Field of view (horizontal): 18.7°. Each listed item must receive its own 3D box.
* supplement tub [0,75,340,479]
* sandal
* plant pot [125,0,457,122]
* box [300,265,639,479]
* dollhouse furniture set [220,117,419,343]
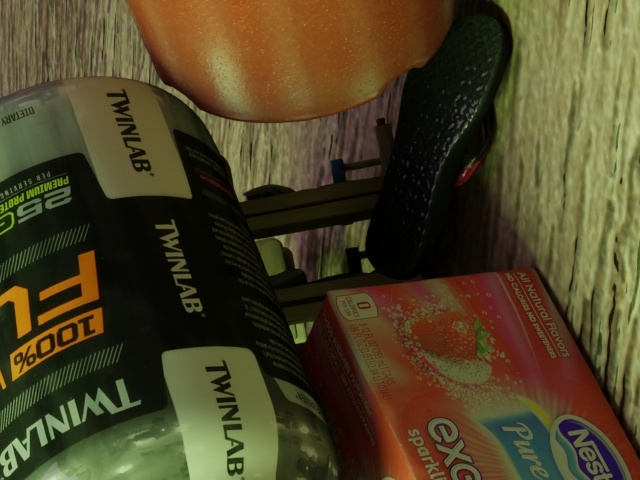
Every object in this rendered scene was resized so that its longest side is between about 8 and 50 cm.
[{"bbox_3d":[-0.115,0.085,1.153,0.207,0.207,0.338,113,143,-45],"label":"supplement tub"},{"bbox_3d":[0.078,-0.060,1.235,0.067,0.040,0.179,34,111,43],"label":"sandal"},{"bbox_3d":[-0.034,-0.229,1.150,0.272,0.272,0.265,54,165,44],"label":"plant pot"},{"bbox_3d":[0.103,0.176,1.139,0.300,0.154,0.142,65,148,33],"label":"box"},{"bbox_3d":[0.000,0.000,1.370,0.184,0.129,0.129,53,-153,-83],"label":"dollhouse furniture set"}]
